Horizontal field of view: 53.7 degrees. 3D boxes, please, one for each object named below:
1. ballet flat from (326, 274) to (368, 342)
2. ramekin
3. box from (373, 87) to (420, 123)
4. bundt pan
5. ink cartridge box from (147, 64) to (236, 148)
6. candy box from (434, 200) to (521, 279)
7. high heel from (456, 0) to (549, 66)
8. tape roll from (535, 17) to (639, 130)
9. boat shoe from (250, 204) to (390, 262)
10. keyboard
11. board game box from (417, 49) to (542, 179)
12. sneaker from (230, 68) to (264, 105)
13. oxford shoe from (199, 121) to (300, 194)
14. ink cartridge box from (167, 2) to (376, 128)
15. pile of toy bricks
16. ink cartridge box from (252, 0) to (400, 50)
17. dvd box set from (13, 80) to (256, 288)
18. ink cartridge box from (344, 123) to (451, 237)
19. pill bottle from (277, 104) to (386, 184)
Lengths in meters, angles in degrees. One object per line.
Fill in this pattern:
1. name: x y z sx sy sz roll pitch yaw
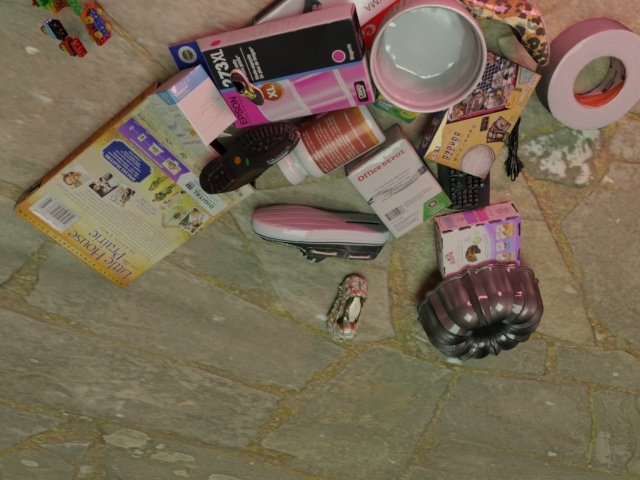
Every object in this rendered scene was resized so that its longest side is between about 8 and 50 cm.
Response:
1. ballet flat: 0.069 0.197 1.651 0.091 0.077 0.241 2 127 -11
2. ramekin: 0.194 -0.350 1.159 0.207 0.109 0.207 3 130 4
3. box: 0.192 -0.328 1.283 0.105 0.043 0.179 22 126 -23
4. bundt pan: 0.421 0.201 1.628 0.330 0.124 0.331 -7 141 -6
5. ink cartridge box: -0.239 -0.245 1.208 0.090 0.092 0.143 -48 120 -27
6. candy box: 0.385 0.005 1.555 0.196 0.070 0.165 -12 128 0
7. high heel: 0.317 -0.407 1.212 0.186 0.093 0.261 -33 111 11
8. tape roll: 0.566 -0.343 1.317 0.219 0.072 0.219 -4 127 -5
9. boat shoe: 0.000 0.000 1.462 0.334 0.121 0.119 6 122 -15
10. keyboard: 0.362 -0.207 1.416 0.201 0.033 0.317 -12 129 1
11. board game box: 0.328 -0.263 1.316 0.165 0.042 0.243 16 113 -23
12. sneaker: -0.138 -0.274 1.161 0.031 0.035 0.083 -28 125 32
13. oxford shoe: -0.134 -0.169 1.277 0.227 0.096 0.083 -26 83 18
14. ink cartridge box: -0.093 -0.314 1.187 0.370 0.069 0.176 -6 134 18
15. pile of toy bricks: -0.467 -0.424 1.099 0.105 0.118 0.212 15 147 29
16. ink cartridge box: 0.048 -0.403 1.204 0.275 0.060 0.239 -33 123 16
17. dvd box set: -0.395 -0.101 1.367 0.420 0.062 0.307 -35 124 17
18. ink cartridge box: 0.169 -0.131 1.404 0.153 0.087 0.208 -32 122 16
19. pill bottle: 0.016 -0.206 1.308 0.216 0.121 0.121 -29 126 13
